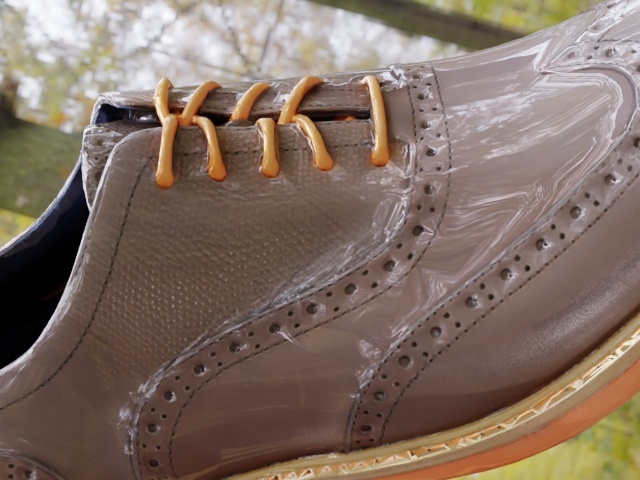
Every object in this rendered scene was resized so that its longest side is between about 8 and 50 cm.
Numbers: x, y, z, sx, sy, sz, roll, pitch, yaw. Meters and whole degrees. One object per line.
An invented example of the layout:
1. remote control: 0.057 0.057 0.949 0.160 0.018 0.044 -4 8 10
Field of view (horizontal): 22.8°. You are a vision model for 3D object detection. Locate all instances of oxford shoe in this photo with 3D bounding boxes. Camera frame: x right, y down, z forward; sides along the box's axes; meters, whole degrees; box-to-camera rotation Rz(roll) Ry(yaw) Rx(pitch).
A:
1. oxford shoe: 0.000 0.000 0.486 0.133 0.364 0.130 51 -165 -28
